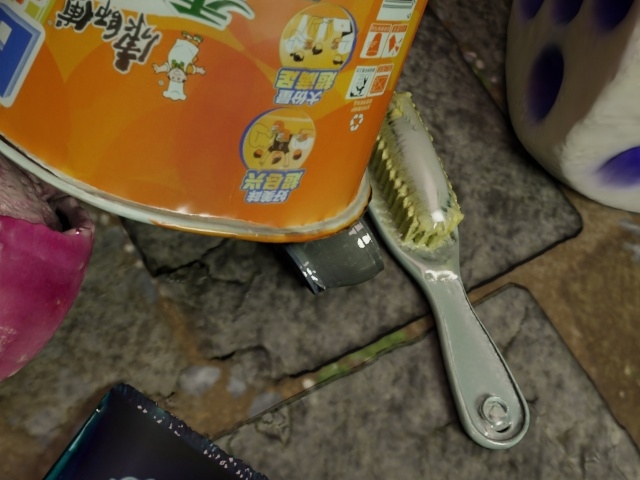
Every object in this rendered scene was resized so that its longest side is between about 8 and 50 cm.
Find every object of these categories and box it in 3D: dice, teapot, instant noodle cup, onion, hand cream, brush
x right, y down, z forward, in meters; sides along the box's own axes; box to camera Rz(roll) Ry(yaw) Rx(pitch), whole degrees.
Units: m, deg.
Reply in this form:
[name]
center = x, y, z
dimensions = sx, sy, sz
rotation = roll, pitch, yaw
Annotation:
[dice]
center = 0.299, -0.174, 0.666
dimensions = 0.259, 0.251, 0.243
rotation = 6, 63, -11
[teapot]
center = 0.000, 0.000, 0.622
dimensions = 0.057, 0.066, 0.088
rotation = -34, 51, -8
[instant noodle cup]
center = -0.056, -0.166, 0.536
dimensions = 0.296, 0.214, 0.296
rotation = 21, 28, -12
[onion]
center = -0.245, 0.001, 0.500
dimensions = 0.207, 0.200, 0.200
rotation = 35, 59, -18
[hand cream]
center = -0.146, 0.207, 0.486
dimensions = 0.120, 0.061, 0.270
rotation = 31, 53, 10
[brush]
center = 0.084, 0.000, 0.636
dimensions = 0.068, 0.060, 0.296
rotation = -12, 66, -21
